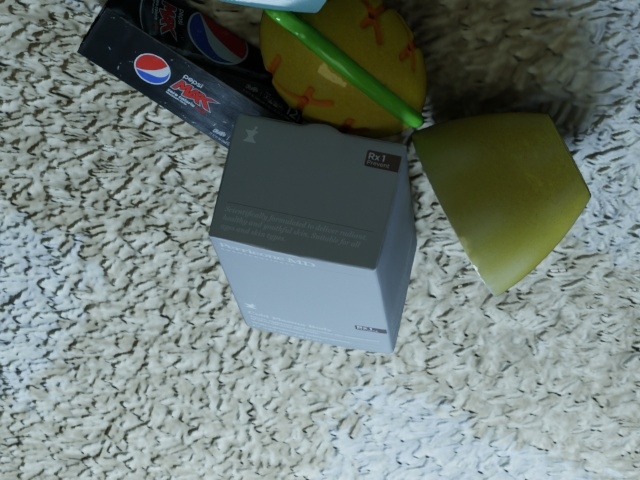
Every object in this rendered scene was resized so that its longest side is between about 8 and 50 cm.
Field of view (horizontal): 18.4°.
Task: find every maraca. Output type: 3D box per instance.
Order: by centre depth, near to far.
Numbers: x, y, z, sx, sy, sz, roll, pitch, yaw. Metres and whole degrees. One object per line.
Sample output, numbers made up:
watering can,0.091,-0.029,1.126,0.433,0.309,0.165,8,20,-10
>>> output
maraca,0.002,-0.137,1.377,0.186,0.127,0.099,36,95,-29

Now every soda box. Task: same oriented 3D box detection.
soda box,-0.091,-0.127,1.472,0.169,0.053,0.060,32,135,-11

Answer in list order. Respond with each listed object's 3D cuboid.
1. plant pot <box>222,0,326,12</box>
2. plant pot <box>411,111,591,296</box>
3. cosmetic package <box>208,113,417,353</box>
plant pot,-0.072,-0.261,1.269,0.234,0.166,0.165,26,136,-15
plant pot,0.138,-0.040,1.427,0.095,0.134,0.134,-27,121,8
cosmetic package,0.000,0.000,1.455,0.127,0.107,0.238,11,166,10
